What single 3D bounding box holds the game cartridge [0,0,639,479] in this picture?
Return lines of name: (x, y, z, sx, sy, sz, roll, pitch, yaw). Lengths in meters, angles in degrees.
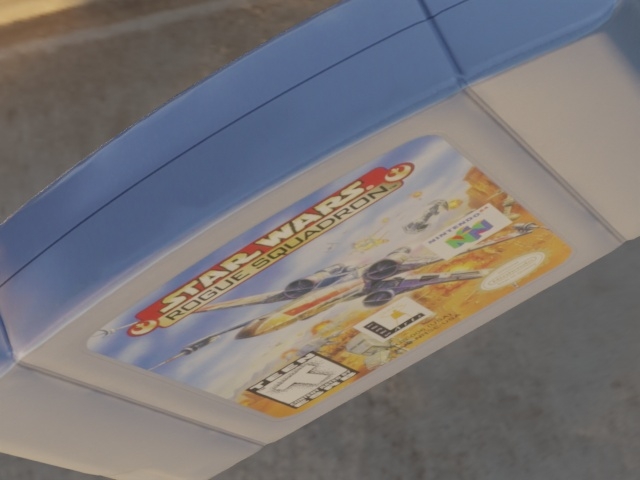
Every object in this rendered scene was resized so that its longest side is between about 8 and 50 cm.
game cartridge: (0.000, 0.000, 0.595, 0.297, 0.198, 0.062, -31, 68, 16)
